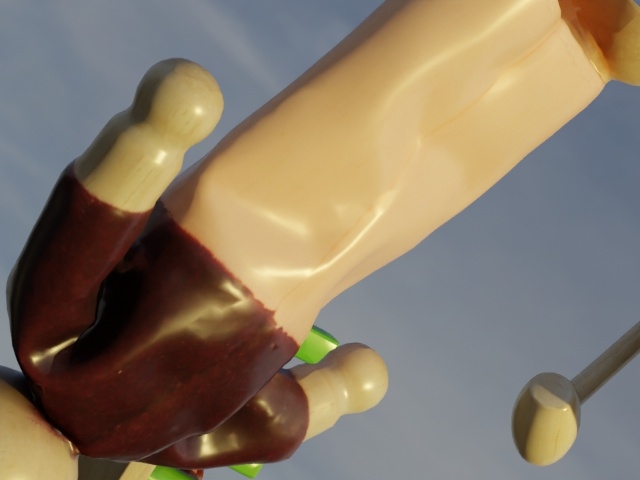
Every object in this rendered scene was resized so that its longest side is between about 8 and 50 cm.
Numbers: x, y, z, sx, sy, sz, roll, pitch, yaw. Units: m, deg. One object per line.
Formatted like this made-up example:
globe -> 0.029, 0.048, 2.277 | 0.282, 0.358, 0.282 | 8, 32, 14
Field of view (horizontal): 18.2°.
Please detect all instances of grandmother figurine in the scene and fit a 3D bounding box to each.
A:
grandmother figurine -> -0.033, 0.012, 0.705 | 0.104, 0.342, 0.208 | 46, -6, 49

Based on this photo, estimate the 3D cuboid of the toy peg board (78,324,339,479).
toy peg board -> -0.073, 0.073, 1.119 | 0.079, 0.161, 0.160 | 31, 5, -26

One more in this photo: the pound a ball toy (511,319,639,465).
pound a ball toy -> 0.300, 0.065, 1.321 | 0.208, 0.319, 0.136 | 40, -18, 25
